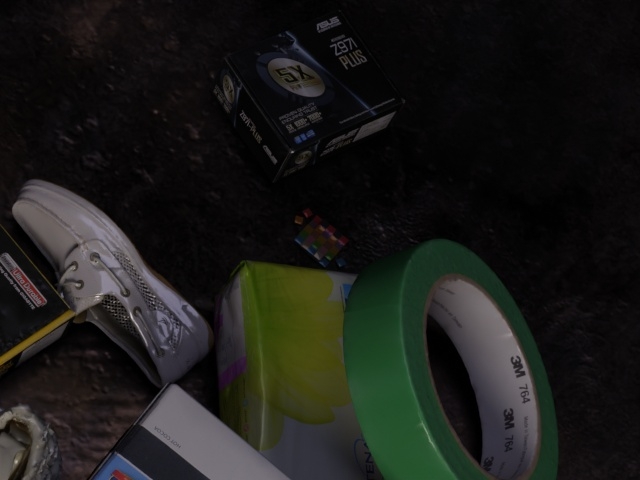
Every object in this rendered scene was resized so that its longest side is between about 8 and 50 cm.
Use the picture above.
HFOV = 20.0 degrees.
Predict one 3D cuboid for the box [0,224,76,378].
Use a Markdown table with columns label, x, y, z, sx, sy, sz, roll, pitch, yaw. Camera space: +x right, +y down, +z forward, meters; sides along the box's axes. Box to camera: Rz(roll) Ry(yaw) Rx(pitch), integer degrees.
| label | x | y | z | sx | sy | sz | roll | pitch | yaw |
| --- | --- | --- | --- | --- | --- | --- | --- | --- | --- |
| box | -0.461 | 0.037 | 1.920 | 0.257 | 0.079 | 0.322 | -35 | 79 | -29 |

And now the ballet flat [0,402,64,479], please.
| label | x | y | z | sx | sy | sz | roll | pitch | yaw |
| --- | --- | --- | --- | --- | --- | --- | --- | --- | --- |
| ballet flat | -0.399 | 0.307 | 1.764 | 0.147 | 0.147 | 0.409 | 37 | 58 | 2 |

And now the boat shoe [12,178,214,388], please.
| label | x | y | z | sx | sy | sz | roll | pitch | yaw |
| --- | --- | --- | --- | --- | --- | --- | --- | --- | --- |
| boat shoe | -0.243 | 0.048 | 1.978 | 0.277 | 0.098 | 0.096 | 42 | 57 | 4 |

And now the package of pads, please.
| label | x | y | z | sx | sy | sz | roll | pitch | yaw |
| --- | --- | --- | --- | --- | --- | --- | --- | --- | --- |
| package of pads | 0.002 | 0.174 | 1.984 | 0.229 | 0.101 | 0.296 | 7 | 60 | -24 |

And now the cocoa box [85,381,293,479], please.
| label | x | y | z | sx | sy | sz | roll | pitch | yaw |
| --- | --- | --- | --- | --- | --- | --- | --- | --- | --- |
| cocoa box | -0.107 | 0.358 | 1.773 | 0.347 | 0.231 | 0.228 | 39 | 58 | 0 |

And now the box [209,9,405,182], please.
| label | x | y | z | sx | sy | sz | roll | pitch | yaw |
| --- | --- | --- | --- | --- | --- | --- | --- | --- | --- |
| box | -0.015 | -0.176 | 2.191 | 0.180 | 0.077 | 0.147 | -25 | 73 | -29 |

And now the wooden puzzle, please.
| label | x | y | z | sx | sy | sz | roll | pitch | yaw |
| --- | --- | --- | --- | --- | --- | --- | --- | --- | --- |
| wooden puzzle | 0.000 | 0.000 | 2.144 | 0.083 | 0.006 | 0.049 | 40 | 57 | 4 |

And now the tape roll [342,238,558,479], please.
| label | x | y | z | sx | sy | sz | roll | pitch | yaw |
| --- | --- | --- | --- | --- | --- | --- | --- | --- | --- |
| tape roll | 0.146 | 0.159 | 1.967 | 0.321 | 0.077 | 0.321 | 36 | 43 | -43 |
